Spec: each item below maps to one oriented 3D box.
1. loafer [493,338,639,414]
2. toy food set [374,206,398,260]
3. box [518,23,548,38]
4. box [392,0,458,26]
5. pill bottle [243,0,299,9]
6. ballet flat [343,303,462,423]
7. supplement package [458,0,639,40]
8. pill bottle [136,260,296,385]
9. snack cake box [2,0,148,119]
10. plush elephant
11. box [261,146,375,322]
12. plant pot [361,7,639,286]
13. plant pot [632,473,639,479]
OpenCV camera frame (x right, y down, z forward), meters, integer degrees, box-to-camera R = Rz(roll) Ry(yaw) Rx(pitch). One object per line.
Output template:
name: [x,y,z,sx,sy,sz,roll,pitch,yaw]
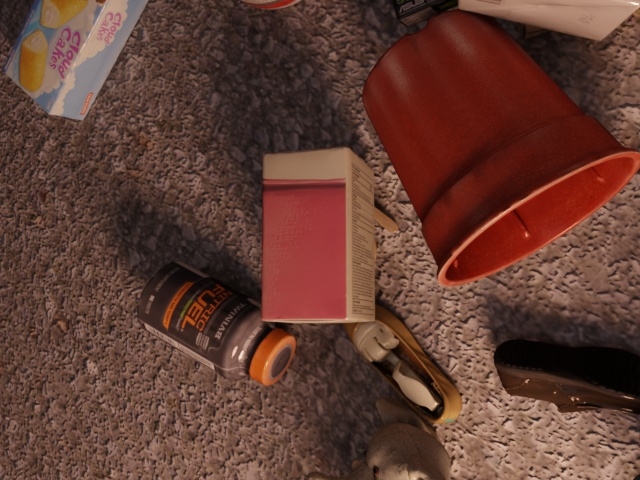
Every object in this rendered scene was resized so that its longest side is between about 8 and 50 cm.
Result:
loafer: [0.339,0.186,0.907,0.220,0.080,0.078,10,128,24]
toy food set: [0.024,0.014,1.070,0.132,0.038,0.192,43,97,13]
box: [0.365,-0.350,0.836,0.275,0.094,0.113,-16,88,17]
box: [0.176,-0.426,0.977,0.191,0.045,0.184,-17,82,26]
pill bottle: [-0.140,-0.466,0.950,0.210,0.363,0.210,1,92,25]
ballet flat: [0.111,0.172,1.007,0.232,0.073,0.080,42,107,19]
supplement package: [0.266,-0.384,0.714,0.175,0.177,0.292,16,97,8]
pill bottle: [-0.161,0.137,1.107,0.246,0.130,0.130,25,102,22]
snack cake box: [-0.445,-0.371,1.252,0.152,0.089,0.264,41,108,20]
plush elephant: [0.098,0.365,0.922,0.330,0.272,0.255,-23,95,-4]
box: [0.000,0.000,0.976,0.127,0.149,0.232,-3,82,18]
plant pot: [0.198,-0.125,0.868,0.272,0.272,0.265,-38,68,22]
plant pot: [0.488,0.324,0.738,0.255,0.272,0.271,-28,79,38]
